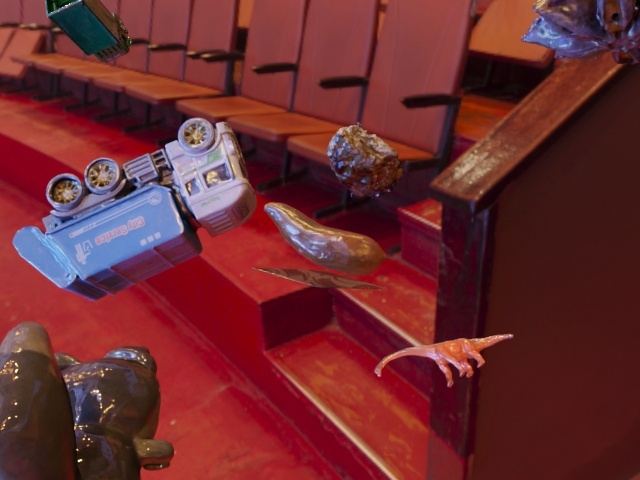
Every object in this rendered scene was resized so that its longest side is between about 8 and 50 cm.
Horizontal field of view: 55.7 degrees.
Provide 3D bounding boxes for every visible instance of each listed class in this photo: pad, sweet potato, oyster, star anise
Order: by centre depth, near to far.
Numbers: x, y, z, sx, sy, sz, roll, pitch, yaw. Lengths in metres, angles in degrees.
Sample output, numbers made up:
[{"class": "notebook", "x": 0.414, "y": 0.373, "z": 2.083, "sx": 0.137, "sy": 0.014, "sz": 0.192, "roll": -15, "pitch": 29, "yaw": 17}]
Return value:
[{"class": "oyster", "x": 0.073, "y": -0.126, "z": 0.980, "sx": 0.105, "sy": 0.177, "sz": 0.056, "roll": -27, "pitch": 47, "yaw": 10}, {"class": "star anise", "x": 0.501, "y": -0.378, "z": 1.006, "sx": 0.332, "sy": 0.117, "sz": 0.332, "roll": 1, "pitch": -6, "yaw": 0}, {"class": "sweet potato", "x": -0.002, "y": 0.001, "z": 1.286, "sx": 0.292, "sy": 0.097, "sz": 0.097, "roll": 23, "pitch": 33, "yaw": 15}, {"class": "pad", "x": 0.003, "y": 0.098, "z": 1.576, "sx": 0.220, "sy": 0.004, "sz": 0.330, "roll": 13, "pitch": 3, "yaw": 34}]

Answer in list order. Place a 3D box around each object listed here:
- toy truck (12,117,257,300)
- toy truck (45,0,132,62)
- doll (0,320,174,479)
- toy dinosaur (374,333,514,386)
[{"class": "toy truck", "x": -0.280, "y": -0.045, "z": 0.958, "sx": 0.367, "sy": 0.175, "sz": 0.146, "roll": -26, "pitch": -14, "yaw": -3}, {"class": "toy truck", "x": -0.352, "y": -0.338, "z": 0.932, "sx": 0.065, "sy": 0.147, "sz": 0.079, "roll": -20, "pitch": 69, "yaw": 7}, {"class": "doll", "x": -0.369, "y": 0.264, "z": 0.951, "sx": 0.252, "sy": 0.378, "sz": 0.382, "roll": -6, "pitch": 40, "yaw": -15}, {"class": "toy dinosaur", "x": 0.248, "y": 0.235, "z": 1.197, "sx": 0.279, "sy": 0.055, "sz": 0.101, "roll": -16, "pitch": 48, "yaw": -9}]
